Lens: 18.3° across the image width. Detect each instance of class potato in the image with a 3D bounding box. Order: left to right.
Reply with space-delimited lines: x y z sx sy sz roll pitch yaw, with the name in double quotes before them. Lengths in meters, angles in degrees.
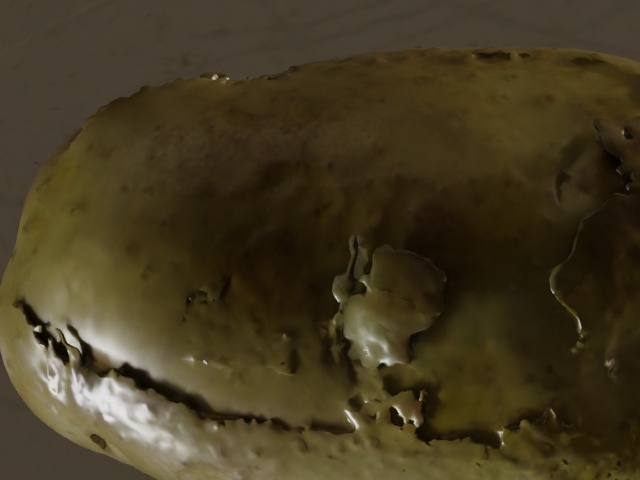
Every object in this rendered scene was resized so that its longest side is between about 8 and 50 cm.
"potato" 0.018 0.008 0.415 0.171 0.080 0.107 4 -123 14
